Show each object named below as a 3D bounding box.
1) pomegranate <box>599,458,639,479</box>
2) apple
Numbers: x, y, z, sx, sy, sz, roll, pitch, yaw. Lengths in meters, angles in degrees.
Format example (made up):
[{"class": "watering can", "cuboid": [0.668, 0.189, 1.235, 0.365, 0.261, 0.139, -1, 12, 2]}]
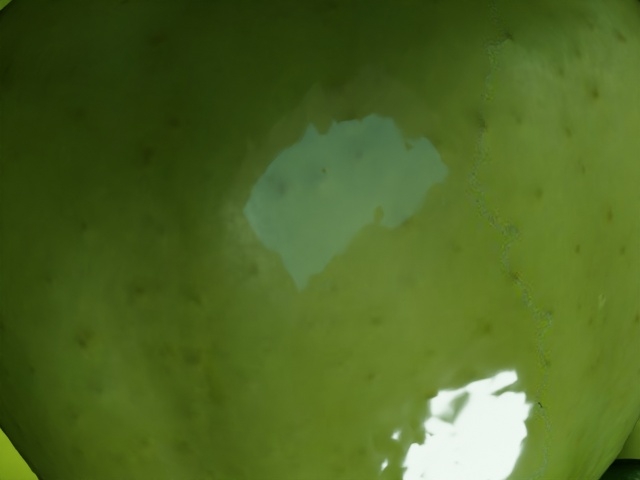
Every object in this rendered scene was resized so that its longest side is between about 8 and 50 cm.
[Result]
[{"class": "pomegranate", "cuboid": [0.221, 0.252, 0.796, 0.216, 0.310, 0.358, -51, 62, 13]}, {"class": "apple", "cuboid": [0.000, 0.000, 0.675, 0.474, 0.473, 0.473, -1, 96, -7]}]
